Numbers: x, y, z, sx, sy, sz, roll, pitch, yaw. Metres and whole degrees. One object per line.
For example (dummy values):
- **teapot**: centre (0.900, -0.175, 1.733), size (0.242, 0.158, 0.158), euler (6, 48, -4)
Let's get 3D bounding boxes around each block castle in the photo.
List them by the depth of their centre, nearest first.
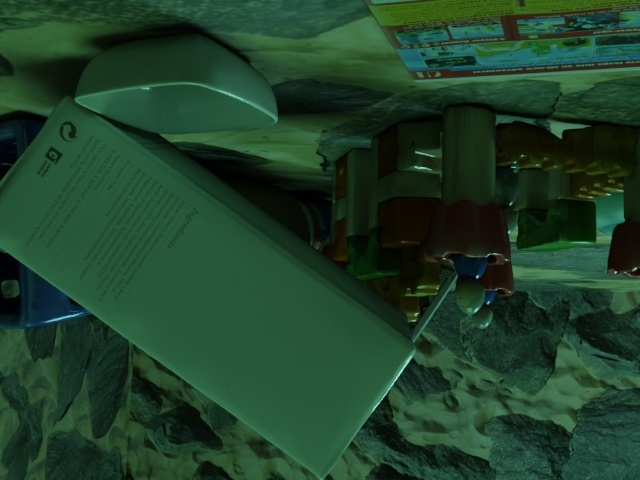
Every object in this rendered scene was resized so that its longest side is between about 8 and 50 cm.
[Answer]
- **block castle**: centre (0.188, 0.001, 1.085), size (0.303, 0.212, 0.453), euler (5, 173, -17)

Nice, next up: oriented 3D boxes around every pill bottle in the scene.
- **pill bottle**: centre (0.000, 0.000, 1.471), size (0.124, 0.124, 0.221), euler (-4, 173, 38)

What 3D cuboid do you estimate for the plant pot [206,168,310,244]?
- **plant pot**: centre (-0.142, 0.007, 1.260), size (0.263, 0.263, 0.229), euler (-4, -171, 39)

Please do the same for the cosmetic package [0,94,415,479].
- **cosmetic package**: centre (-0.102, 0.036, 0.873), size (0.385, 0.156, 0.217), euler (37, -175, 3)

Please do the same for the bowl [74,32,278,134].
- **bowl**: centre (-0.118, -0.133, 0.763), size (0.142, 0.053, 0.142), euler (-1, 171, 26)

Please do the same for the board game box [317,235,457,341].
- **board game box**: centre (0.069, 0.077, 1.310), size (0.193, 0.305, 0.053), euler (32, 134, 10)

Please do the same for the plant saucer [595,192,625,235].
- **plant saucer**: centre (0.555, -0.036, 1.358), size (0.318, 0.043, 0.317), euler (3, 172, 0)

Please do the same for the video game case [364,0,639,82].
- **video game case**: centre (0.133, -0.161, 0.579), size (0.204, 0.025, 0.285), euler (0, 172, 17)

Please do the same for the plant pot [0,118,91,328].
- **plant pot**: centre (-0.334, -0.013, 1.108), size (0.236, 0.235, 0.212), euler (-3, 178, 41)
